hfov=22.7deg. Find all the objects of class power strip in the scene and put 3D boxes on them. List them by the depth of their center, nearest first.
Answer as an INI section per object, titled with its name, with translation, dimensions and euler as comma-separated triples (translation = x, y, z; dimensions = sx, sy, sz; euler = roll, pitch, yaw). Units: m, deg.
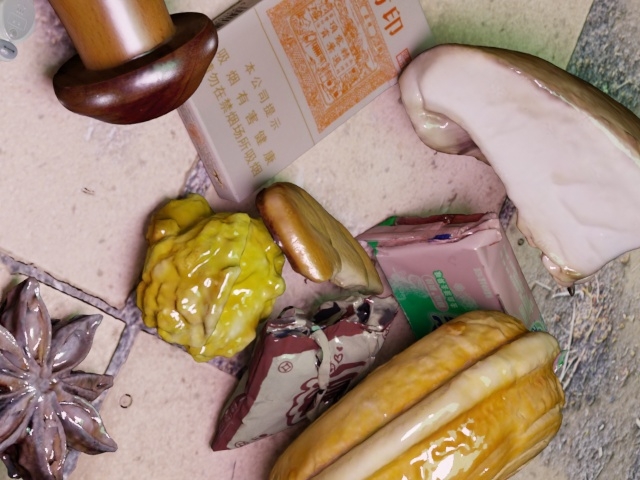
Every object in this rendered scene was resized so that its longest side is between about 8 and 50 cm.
[power strip]
translation = -0.344, -0.236, 1.758
dimensions = 0.055, 0.035, 0.083
euler = 26, 70, -39

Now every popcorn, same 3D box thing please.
[popcorn]
translation = -0.136, 0.045, 1.903
dimensions = 0.198, 0.156, 0.197
euler = -27, 123, -51

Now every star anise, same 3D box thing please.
[star anise]
translation = -0.335, 0.170, 1.788
dimensions = 0.236, 0.109, 0.223
euler = 32, 50, -35

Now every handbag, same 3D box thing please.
[handbag]
translation = -0.022, 0.160, 1.998
dimensions = 0.213, 0.127, 0.235
euler = -16, 147, -36

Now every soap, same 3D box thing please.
[soap]
translation = 0.193, 0.080, 2.142
dimensions = 0.098, 0.218, 0.273
euler = -57, 133, -38

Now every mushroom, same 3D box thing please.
[mushroom]
translation = 0.292, -0.159, 2.127
dimensions = 0.397, 0.224, 0.313
euler = 42, 30, -16

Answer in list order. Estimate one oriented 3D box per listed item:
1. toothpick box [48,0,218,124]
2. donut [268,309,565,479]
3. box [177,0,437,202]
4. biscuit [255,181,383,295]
[toothpick box]
translation = -0.236, -0.270, 1.733
dimensions = 0.192, 0.192, 0.294
euler = -36, 115, -27
[donut]
translation = 0.117, 0.259, 1.990
dimensions = 0.449, 0.449, 0.198
euler = -28, 75, -31
[box]
translation = -0.020, -0.230, 1.992
dimensions = 0.365, 0.051, 0.204
euler = -39, 120, -25
[biscuit]
translation = -0.002, -0.003, 1.976
dimensions = 0.045, 0.154, 0.299
euler = -35, 166, 11
